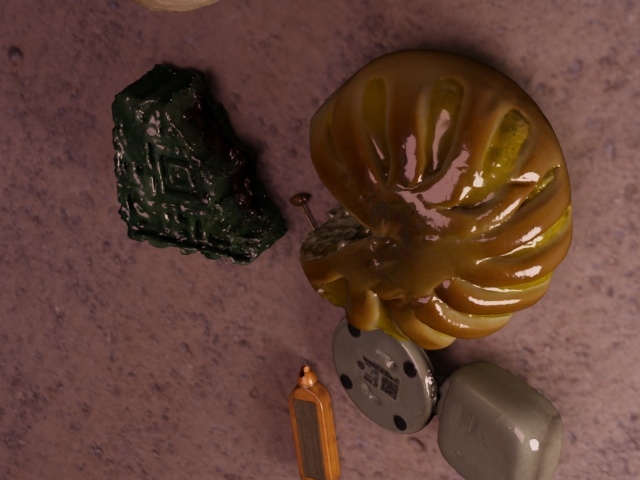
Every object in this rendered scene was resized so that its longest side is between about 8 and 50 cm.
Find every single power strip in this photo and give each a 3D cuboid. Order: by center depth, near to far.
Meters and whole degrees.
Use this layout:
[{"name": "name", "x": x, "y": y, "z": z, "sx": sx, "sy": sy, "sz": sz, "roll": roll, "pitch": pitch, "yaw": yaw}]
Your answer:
[{"name": "power strip", "x": -0.008, "y": 0.232, "z": 1.772, "sx": 0.049, "sy": 0.028, "sz": 0.178, "roll": 8, "pitch": 119, "yaw": 30}]

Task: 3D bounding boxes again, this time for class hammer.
[{"name": "hammer", "x": 0.000, "y": 0.000, "z": 1.654, "sx": 0.029, "sy": 0.014, "sz": 0.123, "roll": -14, "pitch": 109, "yaw": 46}]

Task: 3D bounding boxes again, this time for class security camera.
[{"name": "security camera", "x": 0.140, "y": 0.178, "z": 1.620, "sx": 0.301, "sy": 0.080, "sz": 0.157, "roll": 32, "pitch": 136, "yaw": 28}]

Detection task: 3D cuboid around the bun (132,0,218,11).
[{"name": "bun", "x": -0.162, "y": -0.392, "z": 1.344, "sx": 0.365, "sy": 0.219, "sz": 0.365, "roll": 4, "pitch": 94, "yaw": 61}]

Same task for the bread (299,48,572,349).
[{"name": "bread", "x": 0.109, "y": -0.030, "z": 1.470, "sx": 0.333, "sy": 0.160, "sz": 0.333, "roll": 15, "pitch": 123, "yaw": 25}]

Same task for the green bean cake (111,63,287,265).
[{"name": "green bean cake", "x": -0.143, "y": -0.087, "z": 1.640, "sx": 0.193, "sy": 0.107, "sz": 0.208, "roll": 14, "pitch": 120, "yaw": 28}]
